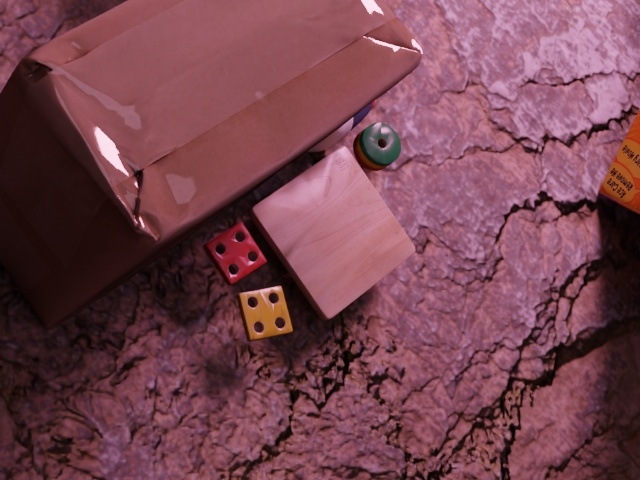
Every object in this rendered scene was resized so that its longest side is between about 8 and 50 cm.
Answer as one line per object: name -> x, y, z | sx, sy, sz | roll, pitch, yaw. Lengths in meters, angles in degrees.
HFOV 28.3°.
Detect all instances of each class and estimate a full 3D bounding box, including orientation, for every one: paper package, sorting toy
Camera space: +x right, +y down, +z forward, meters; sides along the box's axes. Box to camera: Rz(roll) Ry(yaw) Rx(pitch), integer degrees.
paper package -> -0.125, -0.094, 1.072 | 0.309, 0.325, 0.168 | -36, 92, -30
sorting toy -> 0.000, 0.000, 1.270 | 0.274, 0.046, 0.132 | -37, 93, -31

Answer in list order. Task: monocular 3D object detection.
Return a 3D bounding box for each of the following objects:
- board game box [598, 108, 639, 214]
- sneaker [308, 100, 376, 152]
board game box -> 0.593, -0.104, 1.353 | 0.356, 0.356, 0.356 | 23, 98, -19
sneaker -> -0.059, -0.261, 1.282 | 0.148, 0.131, 0.350 | -41, 101, -37
